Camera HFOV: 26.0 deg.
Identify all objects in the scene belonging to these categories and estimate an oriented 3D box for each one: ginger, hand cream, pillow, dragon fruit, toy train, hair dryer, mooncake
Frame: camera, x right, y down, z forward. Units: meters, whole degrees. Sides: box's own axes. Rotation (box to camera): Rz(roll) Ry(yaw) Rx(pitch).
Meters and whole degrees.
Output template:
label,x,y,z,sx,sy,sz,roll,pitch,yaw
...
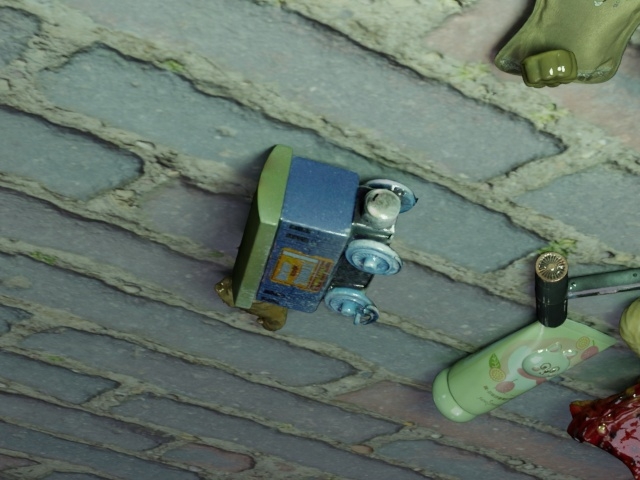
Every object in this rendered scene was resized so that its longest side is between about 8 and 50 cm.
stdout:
label,x,y,z,sx,sy,sz,roll,pitch,yaw
ginger,-0.090,0.096,2.030,0.069,0.051,0.173,-4,151,24
hand cream,0.299,0.191,2.142,0.147,0.093,0.306,22,140,-31
pillow,0.257,-0.212,1.356,0.130,0.033,0.217,7,155,-9
dragon fruit,0.585,0.267,2.239,0.329,0.228,0.286,25,120,2
toy train,0.000,0.000,1.742,0.202,0.131,0.300,14,153,-4
hair dryer,0.392,0.067,1.904,0.194,0.050,0.173,-3,156,7
mooncake,0.343,-0.138,1.450,0.346,0.057,0.150,13,172,-18

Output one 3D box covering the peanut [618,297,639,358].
label,x,y,z,sx,sy,sz,roll,pitch,yaw
peanut,0.551,0.152,1.955,0.274,0.125,0.111,11,151,-13
